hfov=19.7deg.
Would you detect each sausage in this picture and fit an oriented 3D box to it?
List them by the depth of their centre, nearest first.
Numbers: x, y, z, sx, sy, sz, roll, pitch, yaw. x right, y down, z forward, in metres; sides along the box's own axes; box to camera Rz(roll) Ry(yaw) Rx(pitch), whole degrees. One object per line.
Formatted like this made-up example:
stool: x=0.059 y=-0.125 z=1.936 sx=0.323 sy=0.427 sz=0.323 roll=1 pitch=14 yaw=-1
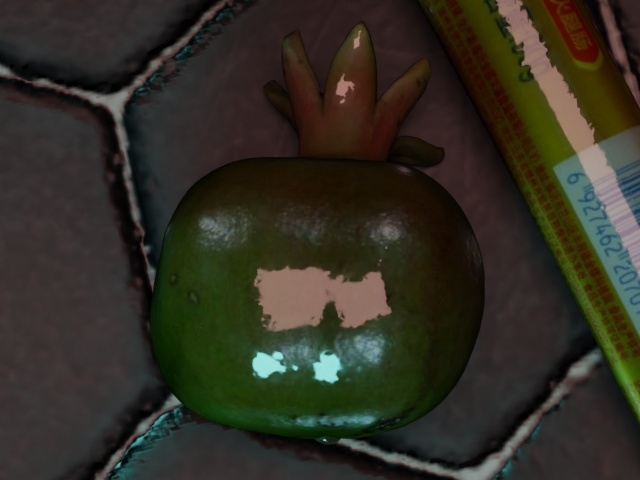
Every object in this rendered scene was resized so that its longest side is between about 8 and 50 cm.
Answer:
sausage: x=0.128 y=-0.032 z=0.873 sx=0.082 sy=0.082 sz=0.371 roll=-27 pitch=84 yaw=-3

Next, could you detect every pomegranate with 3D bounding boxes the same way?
pomegranate: x=0.000 y=0.000 z=0.851 sx=0.152 sy=0.131 sz=0.191 roll=1 pitch=60 yaw=5
